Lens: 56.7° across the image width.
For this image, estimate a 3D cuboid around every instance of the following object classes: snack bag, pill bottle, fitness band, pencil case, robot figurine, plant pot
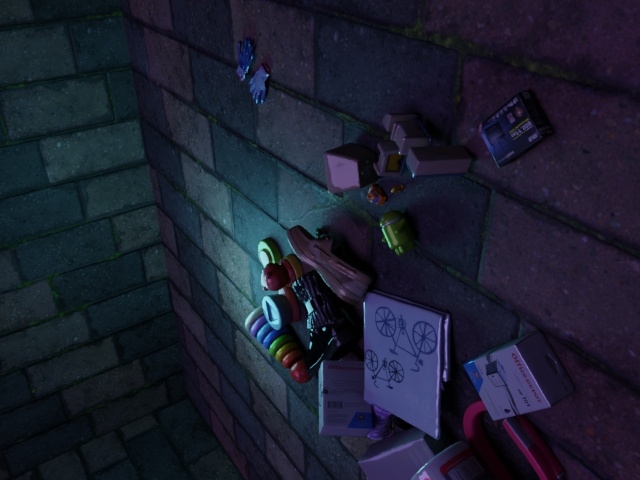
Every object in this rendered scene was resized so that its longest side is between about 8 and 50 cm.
[{"bbox_3d":[0.222,0.322,1.577,0.323,0.037,0.343,12,105,55],"label":"snack bag"},{"bbox_3d":[0.364,0.643,1.360,0.318,0.176,0.176,52,147,30],"label":"pill bottle"},{"bbox_3d":[0.443,0.498,1.363,0.291,0.054,0.209,58,152,23],"label":"fitness band"},{"bbox_3d":[0.187,0.524,1.781,0.088,0.086,0.206,21,136,11],"label":"pencil case"},{"bbox_3d":[0.187,-0.023,1.450,0.115,0.067,0.101,67,163,7],"label":"robot figurine"},{"bbox_3d":[0.085,-0.181,1.500,0.096,0.109,0.109,13,119,42],"label":"plant pot"}]

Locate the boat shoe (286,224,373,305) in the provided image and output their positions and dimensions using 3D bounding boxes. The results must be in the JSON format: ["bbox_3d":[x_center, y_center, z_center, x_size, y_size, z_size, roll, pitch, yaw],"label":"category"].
[{"bbox_3d":[0.029,0.046,1.742,0.341,0.121,0.110,44,105,34],"label":"boat shoe"}]

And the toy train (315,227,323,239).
[{"bbox_3d":[0.000,0.000,1.839,0.023,0.017,0.083,14,120,44],"label":"toy train"}]

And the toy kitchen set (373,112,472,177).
[{"bbox_3d":[0.214,-0.169,1.302,0.207,0.122,0.166,-109,21,-44],"label":"toy kitchen set"}]

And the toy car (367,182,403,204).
[{"bbox_3d":[0.151,-0.127,1.474,0.060,0.040,0.122,65,151,8],"label":"toy car"}]

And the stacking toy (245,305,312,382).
[{"bbox_3d":[-0.138,0.397,2.231,0.330,0.141,0.141,46,144,25],"label":"stacking toy"}]

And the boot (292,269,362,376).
[{"bbox_3d":[-0.009,0.264,1.902,0.260,0.131,0.348,56,143,19],"label":"boot"}]

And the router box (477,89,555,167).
[{"bbox_3d":[0.354,-0.202,1.083,0.092,0.038,0.122,64,151,9],"label":"router box"}]

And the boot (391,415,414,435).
[{"bbox_3d":[0.235,0.613,1.745,0.263,0.091,0.229,10,117,40],"label":"boot"}]

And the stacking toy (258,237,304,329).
[{"bbox_3d":[-0.189,0.157,2.143,0.279,0.130,0.309,42,140,40],"label":"stacking toy"}]

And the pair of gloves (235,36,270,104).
[{"bbox_3d":[-0.214,-0.535,1.866,0.198,0.023,0.159,60,148,16],"label":"pair of gloves"}]

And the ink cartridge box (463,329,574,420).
[{"bbox_3d":[0.411,0.287,1.249,0.140,0.082,0.191,62,152,13],"label":"ink cartridge box"}]

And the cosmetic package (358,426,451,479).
[{"bbox_3d":[0.235,0.596,1.611,0.238,0.107,0.127,-33,89,35],"label":"cosmetic package"}]

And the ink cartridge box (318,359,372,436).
[{"bbox_3d":[0.072,0.472,1.775,0.086,0.148,0.203,104,169,-54],"label":"ink cartridge box"}]
